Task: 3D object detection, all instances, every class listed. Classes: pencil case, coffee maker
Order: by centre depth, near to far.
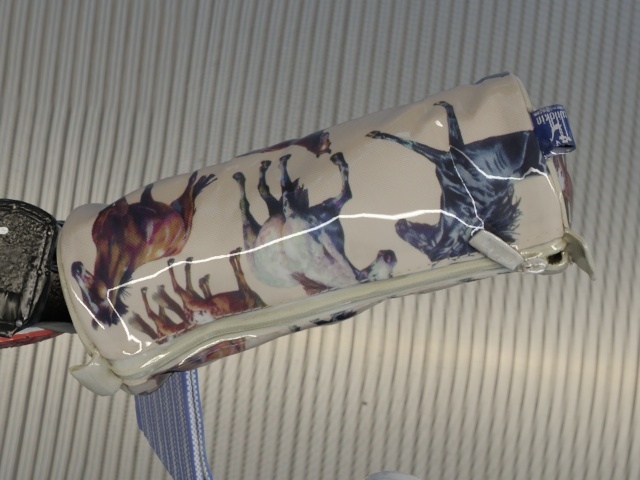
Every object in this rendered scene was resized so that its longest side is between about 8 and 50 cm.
[{"bbox_3d":[0.000,0.000,0.891,0.410,0.183,0.160,-17,127,3],"label":"pencil case"},{"bbox_3d":[-0.300,0.050,1.140,0.120,0.178,0.171,35,88,11],"label":"coffee maker"}]

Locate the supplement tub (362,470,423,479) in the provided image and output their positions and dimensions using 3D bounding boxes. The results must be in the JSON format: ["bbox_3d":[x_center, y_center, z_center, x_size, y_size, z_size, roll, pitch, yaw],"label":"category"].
[{"bbox_3d":[0.060,0.362,1.217,0.144,0.144,0.200,44,40,-7],"label":"supplement tub"}]

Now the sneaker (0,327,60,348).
[{"bbox_3d":[-0.387,0.061,1.300,0.221,0.087,0.128,-7,81,-35],"label":"sneaker"}]

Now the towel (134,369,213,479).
[{"bbox_3d":[-0.189,0.177,1.402,0.040,0.336,0.243,-11,104,-20],"label":"towel"}]
